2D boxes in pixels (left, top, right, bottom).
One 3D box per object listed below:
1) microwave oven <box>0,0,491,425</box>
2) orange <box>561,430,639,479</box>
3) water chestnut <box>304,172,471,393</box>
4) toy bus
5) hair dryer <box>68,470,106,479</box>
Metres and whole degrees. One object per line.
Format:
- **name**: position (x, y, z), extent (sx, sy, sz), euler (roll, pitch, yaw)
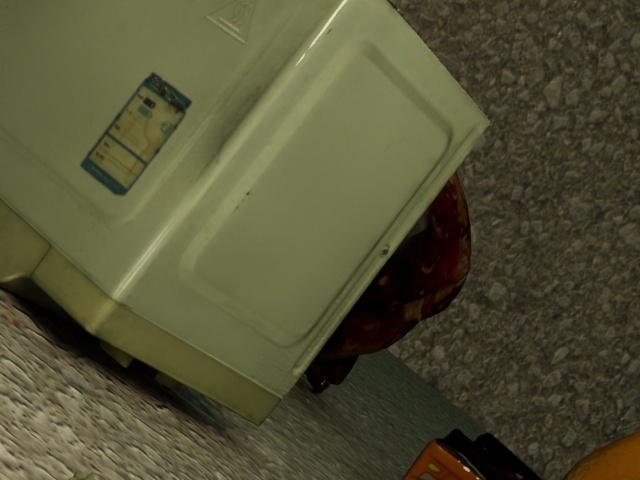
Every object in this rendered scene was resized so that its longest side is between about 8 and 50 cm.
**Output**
- **microwave oven**: position (-0.110, -0.093, 1.085), extent (0.355, 0.286, 0.218), euler (36, -2, 36)
- **orange**: position (0.301, 0.253, 1.355), extent (0.249, 0.249, 0.183), euler (39, 19, -19)
- **water chestnut**: position (0.000, 0.000, 1.591), extent (0.289, 0.289, 0.244), euler (40, -27, 10)
- **toy bus**: position (0.134, 0.217, 1.388), extent (0.093, 0.092, 0.409), euler (38, 1, 15)
- **hair dryer**: position (-0.035, 0.136, 0.622), extent (0.198, 0.057, 0.100), euler (34, -5, 43)
